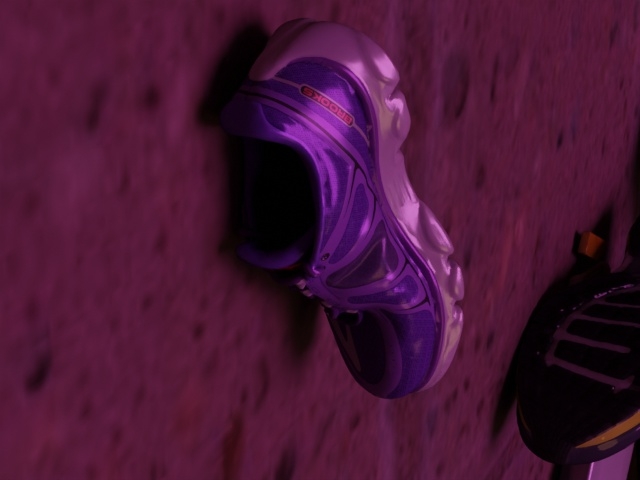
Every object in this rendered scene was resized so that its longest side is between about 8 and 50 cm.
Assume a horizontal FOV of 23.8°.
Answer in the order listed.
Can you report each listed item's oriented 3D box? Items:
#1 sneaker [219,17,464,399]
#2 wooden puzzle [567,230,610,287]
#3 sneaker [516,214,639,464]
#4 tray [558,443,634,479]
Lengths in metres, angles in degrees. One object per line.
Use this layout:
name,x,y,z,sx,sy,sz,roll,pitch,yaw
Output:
sneaker,0.000,0.000,0.558,0.071,0.068,0.170,-47,135,-29
wooden puzzle,0.182,0.050,1.054,0.078,0.014,0.116,-1,100,-63
sneaker,0.218,0.081,1.007,0.300,0.111,0.121,-32,131,-49
tray,0.183,0.255,1.119,0.145,0.030,0.270,36,66,-66
